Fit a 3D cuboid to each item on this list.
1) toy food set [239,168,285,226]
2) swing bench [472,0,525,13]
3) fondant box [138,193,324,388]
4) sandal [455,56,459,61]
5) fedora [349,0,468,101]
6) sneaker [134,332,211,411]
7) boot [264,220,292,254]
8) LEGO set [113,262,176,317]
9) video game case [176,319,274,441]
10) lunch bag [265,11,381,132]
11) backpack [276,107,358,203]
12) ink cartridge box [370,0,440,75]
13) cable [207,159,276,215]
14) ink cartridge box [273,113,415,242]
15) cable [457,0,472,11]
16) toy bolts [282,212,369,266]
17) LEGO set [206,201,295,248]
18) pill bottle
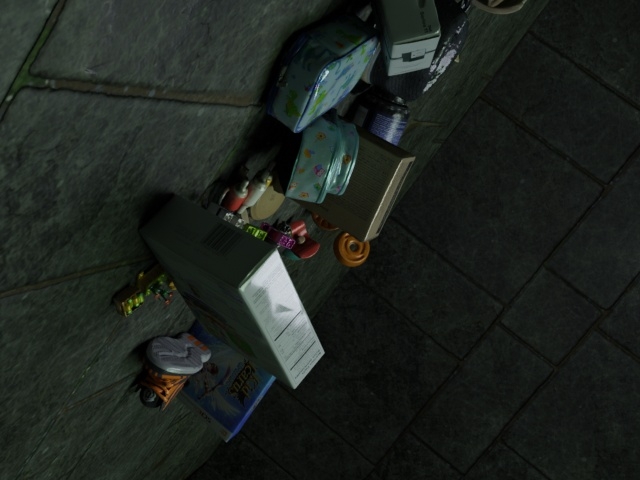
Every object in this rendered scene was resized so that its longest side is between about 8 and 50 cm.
[{"bbox_3d":[-0.116,-0.098,1.793,0.192,0.038,0.132,-47,155,-23],"label":"toy food set"},{"bbox_3d":[0.517,-0.710,2.073,0.253,0.165,0.254,-47,170,-29],"label":"swing bench"},{"bbox_3d":[-0.145,0.093,1.441,0.096,0.238,0.330,-48,145,-22],"label":"fondant box"},{"bbox_3d":[0.337,-0.498,2.273,0.240,0.079,0.088,-55,170,21],"label":"sandal"},{"bbox_3d":[0.200,-0.410,1.755,0.334,0.152,0.334,-49,170,-12],"label":"fedora"},{"bbox_3d":[-0.362,0.322,1.947,0.180,0.125,0.321,-53,170,2],"label":"sneaker"},{"bbox_3d":[-0.149,0.041,2.069,0.229,0.091,0.263,-54,176,-19],"label":"boot"},{"bbox_3d":[-0.263,0.087,1.588,0.132,0.107,0.287,-54,170,16],"label":"LEGO set"},{"bbox_3d":[-0.259,0.344,2.141,0.269,0.244,0.061,-57,169,28],"label":"video game case"},{"bbox_3d":[0.003,-0.293,1.462,0.219,0.090,0.176,-43,167,-45],"label":"lunch bag"},{"bbox_3d":[-0.008,-0.157,1.570,0.188,0.144,0.165,-82,-168,-63],"label":"backpack"},{"bbox_3d":[0.146,-0.393,1.472,0.087,0.153,0.208,-13,176,1],"label":"ink cartridge box"},{"bbox_3d":[-0.179,-0.038,1.615,0.139,0.072,0.287,-37,161,-48],"label":"cable"},{"bbox_3d":[0.046,-0.138,1.708,0.088,0.235,0.193,-20,138,-62],"label":"ink cartridge box"},{"bbox_3d":[0.324,-0.581,2.040,0.184,0.047,0.150,-38,159,-41],"label":"cable"},{"bbox_3d":[0.000,0.000,2.289,0.228,0.218,0.158,-28,178,-19],"label":"toy bolts"},{"bbox_3d":[-0.159,-0.009,1.567,0.087,0.093,0.227,-59,148,4],"label":"LEGO set"},{"bbox_3d":[0.139,-0.278,1.994,0.219,0.123,0.123,-68,166,17],"label":"pill bottle"}]
